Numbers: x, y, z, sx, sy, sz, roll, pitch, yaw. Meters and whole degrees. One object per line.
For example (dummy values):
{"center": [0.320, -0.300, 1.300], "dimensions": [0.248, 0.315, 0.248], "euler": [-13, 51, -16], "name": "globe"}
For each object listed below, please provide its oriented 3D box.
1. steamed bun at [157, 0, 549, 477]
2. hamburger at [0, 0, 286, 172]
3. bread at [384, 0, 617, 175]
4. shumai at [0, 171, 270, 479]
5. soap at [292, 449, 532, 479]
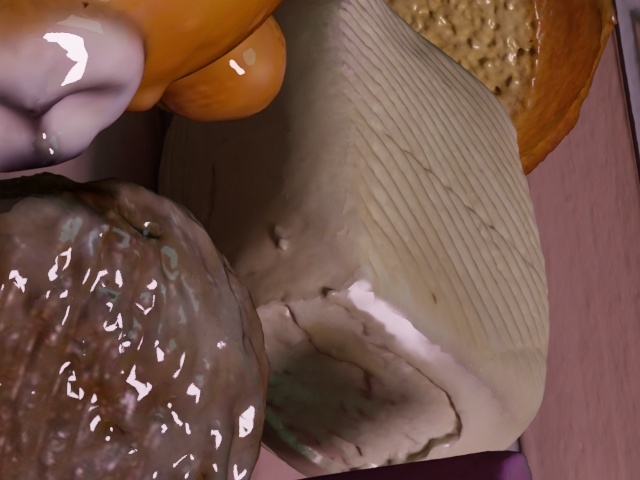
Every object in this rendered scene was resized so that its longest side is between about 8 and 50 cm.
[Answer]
{"center": [0.000, 0.000, 0.830], "dimensions": [0.170, 0.152, 0.238], "euler": [41, 29, -32], "name": "steamed bun"}
{"center": [-0.118, -0.133, 0.603], "dimensions": [0.276, 0.276, 0.237], "euler": [-30, 117, -58], "name": "hamburger"}
{"center": [0.091, -0.153, 1.045], "dimensions": [0.129, 0.134, 0.260], "euler": [-42, 113, -55], "name": "bread"}
{"center": [-0.105, 0.056, 0.641], "dimensions": [0.153, 0.161, 0.209], "euler": [-101, -158, -63], "name": "shumai"}
{"center": [-0.005, 0.151, 0.689], "dimensions": [0.065, 0.203, 0.122], "euler": [40, 47, -41], "name": "soap"}
